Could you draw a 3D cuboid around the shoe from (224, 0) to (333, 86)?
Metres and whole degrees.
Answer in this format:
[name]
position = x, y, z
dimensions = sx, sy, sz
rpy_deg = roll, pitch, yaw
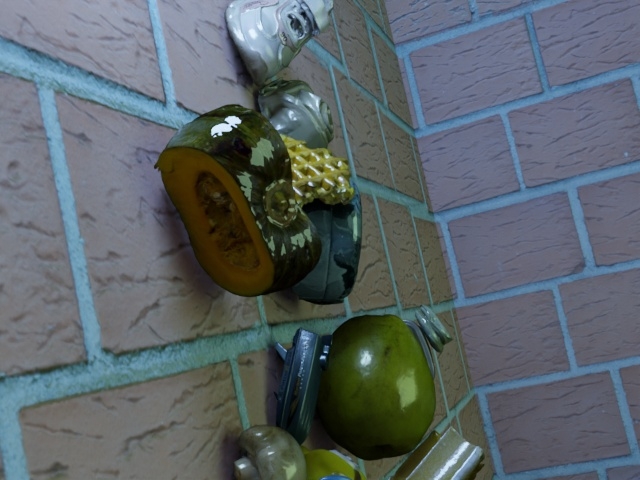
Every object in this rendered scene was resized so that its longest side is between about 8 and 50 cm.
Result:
[shoe]
position = -0.084, -0.490, 1.799
dimensions = 0.350, 0.198, 0.171
rpy_deg = -86, 154, -48

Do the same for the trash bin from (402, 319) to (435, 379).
[trash bin]
position = 0.168, 0.290, 1.974
dimensions = 0.290, 0.210, 0.182
rpy_deg = 16, 54, -77

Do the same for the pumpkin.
[pumpkin]
position = -0.137, -0.053, 1.317
dimensions = 0.139, 0.222, 0.317
rpy_deg = -46, 123, -38

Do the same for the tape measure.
[tape measure]
position = 0.000, 0.000, 1.688
dimensions = 0.275, 0.147, 0.256
rpy_deg = 98, -7, -50

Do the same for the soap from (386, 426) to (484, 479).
[soap]
position = 0.186, 0.518, 1.606
dimensions = 0.143, 0.281, 0.259
rpy_deg = 42, -22, 18

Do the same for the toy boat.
[toy boat]
position = -0.049, 0.280, 1.514
dimensions = 0.093, 0.103, 0.246
rpy_deg = 74, 24, -58

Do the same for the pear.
[pear]
position = 0.111, 0.298, 1.706
dimensions = 0.253, 0.253, 0.307
rpy_deg = 50, 34, -55

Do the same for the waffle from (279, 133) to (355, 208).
[waffle]
position = -0.061, -0.125, 1.547
dimensions = 0.291, 0.291, 0.051
rpy_deg = -74, 180, -58

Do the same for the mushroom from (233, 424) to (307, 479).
[mushroom]
position = -0.080, 0.358, 1.285
dimensions = 0.148, 0.112, 0.147
rpy_deg = 173, -90, -76

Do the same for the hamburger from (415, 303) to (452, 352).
[hamburger]
position = 0.263, 0.201, 1.956
dimensions = 0.121, 0.054, 0.084
rpy_deg = 61, 8, 32

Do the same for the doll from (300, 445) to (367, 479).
[doll]
position = 0.009, 0.440, 1.432
dimensions = 0.199, 0.145, 0.363
rpy_deg = 46, -8, 15

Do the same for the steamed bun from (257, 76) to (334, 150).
[steamed bun]
position = -0.042, -0.271, 1.847
dimensions = 0.218, 0.144, 0.211
rpy_deg = -58, 131, -68
